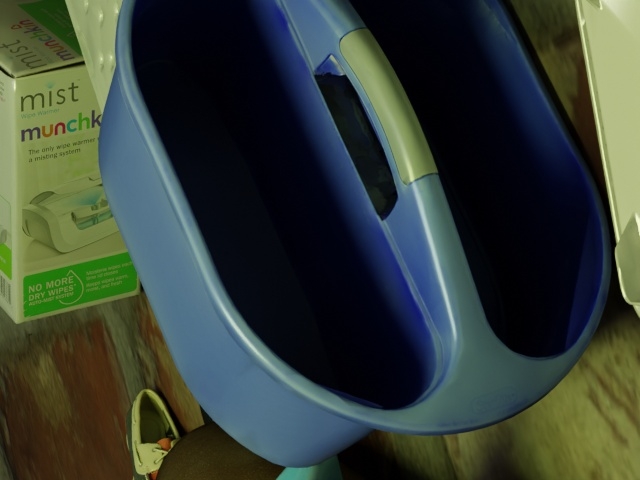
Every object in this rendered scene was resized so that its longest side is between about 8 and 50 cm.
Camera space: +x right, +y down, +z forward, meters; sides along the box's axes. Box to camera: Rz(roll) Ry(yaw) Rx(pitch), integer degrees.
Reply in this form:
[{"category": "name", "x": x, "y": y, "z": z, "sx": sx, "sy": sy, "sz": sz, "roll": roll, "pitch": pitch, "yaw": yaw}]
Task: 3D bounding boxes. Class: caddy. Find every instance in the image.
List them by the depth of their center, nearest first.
[{"category": "caddy", "x": 0.016, "y": -0.039, "z": 1.093, "sx": 0.341, "sy": 0.241, "sz": 0.179, "roll": 65, "pitch": 155, "yaw": 17}]

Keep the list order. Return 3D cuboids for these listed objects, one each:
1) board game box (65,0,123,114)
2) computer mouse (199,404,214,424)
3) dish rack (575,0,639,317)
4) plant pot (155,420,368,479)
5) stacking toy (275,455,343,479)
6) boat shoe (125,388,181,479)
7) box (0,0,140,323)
[{"category": "board game box", "x": -0.134, "y": -0.340, "z": 1.326, "sx": 0.390, "sy": 0.050, "sz": 0.390, "roll": 107, "pitch": 151, "yaw": -43}, {"category": "computer mouse", "x": -0.075, "y": 0.155, "z": 1.541, "sx": 0.242, "sy": 0.041, "sz": 0.071, "roll": 96, "pitch": 160, "yaw": -44}, {"category": "dish rack", "x": 0.227, "y": -0.069, "z": 0.887, "sx": 0.333, "sy": 0.072, "sz": 0.285, "roll": 0, "pitch": 102, "yaw": 59}, {"category": "plant pot", "x": -0.037, "y": 0.225, "z": 1.364, "sx": 0.230, "sy": 0.215, "sz": 0.215, "roll": -128, "pitch": 35, "yaw": -61}, {"category": "stacking toy", "x": 0.102, "y": 0.245, "z": 1.108, "sx": 0.302, "sy": 0.175, "sz": 0.166, "roll": 11, "pitch": 147, "yaw": 16}, {"category": "boat shoe", "x": -0.134, "y": 0.180, "z": 1.622, "sx": 0.137, "sy": 0.049, "sz": 0.043, "roll": -118, "pitch": 35, "yaw": -53}, {"category": "box", "x": -0.265, "y": -0.096, "z": 1.660, "sx": 0.262, "sy": 0.127, "sz": 0.231, "roll": 39, "pitch": 134, "yaw": 47}]
